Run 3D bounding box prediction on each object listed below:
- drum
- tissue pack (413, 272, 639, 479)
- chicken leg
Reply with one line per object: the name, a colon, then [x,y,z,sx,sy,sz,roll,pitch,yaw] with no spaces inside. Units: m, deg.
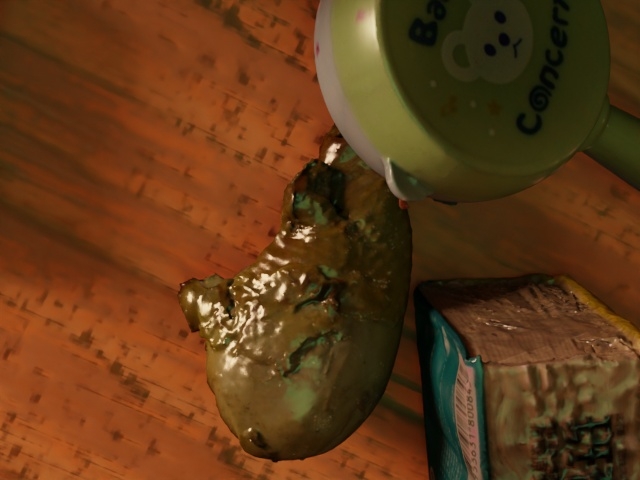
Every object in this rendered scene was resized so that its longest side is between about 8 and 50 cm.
drum: [0.113,-0.062,0.608,0.253,0.049,0.130,11,76,-28]
tissue pack: [0.090,0.106,0.611,0.082,0.120,0.169,-7,102,-6]
chicken leg: [0.000,0.000,0.608,0.093,0.070,0.178,21,93,-5]
